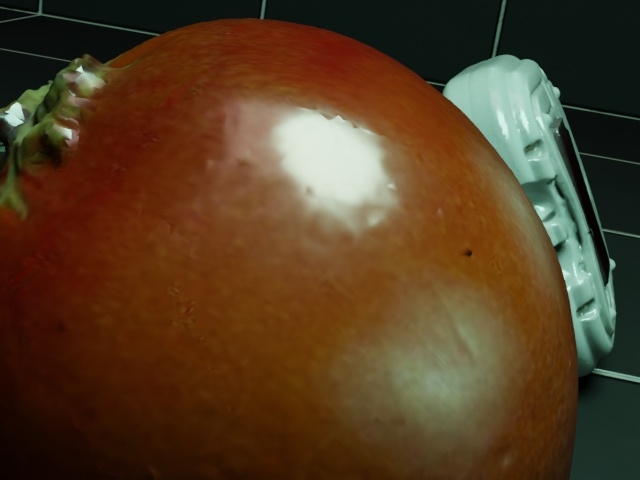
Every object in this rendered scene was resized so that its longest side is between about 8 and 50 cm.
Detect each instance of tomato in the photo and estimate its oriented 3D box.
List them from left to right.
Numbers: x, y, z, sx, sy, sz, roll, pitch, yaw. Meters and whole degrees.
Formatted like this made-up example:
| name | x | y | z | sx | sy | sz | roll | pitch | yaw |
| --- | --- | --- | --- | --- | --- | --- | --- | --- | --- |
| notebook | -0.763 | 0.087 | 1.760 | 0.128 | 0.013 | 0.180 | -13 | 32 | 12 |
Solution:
| name | x | y | z | sx | sy | sz | roll | pitch | yaw |
| --- | --- | --- | --- | --- | --- | --- | --- | --- | --- |
| tomato | -0.030 | 0.058 | 0.538 | 0.321 | 0.322 | 0.321 | 8 | 17 | -2 |

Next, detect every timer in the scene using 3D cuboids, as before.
| name | x | y | z | sx | sy | sz | roll | pitch | yaw |
| --- | --- | --- | --- | --- | --- | --- | --- | --- | --- |
| timer | 0.181 | -0.024 | 0.951 | 0.087 | 0.262 | 0.237 | -17 | 9 | 17 |

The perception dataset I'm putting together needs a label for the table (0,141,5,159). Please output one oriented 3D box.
| name | x | y | z | sx | sy | sz | roll | pitch | yaw |
| --- | --- | --- | --- | --- | --- | --- | --- | --- | --- |
| table | -0.352 | -0.051 | 1.092 | 0.146 | 0.063 | 0.175 | 17 | 20 | 26 |
